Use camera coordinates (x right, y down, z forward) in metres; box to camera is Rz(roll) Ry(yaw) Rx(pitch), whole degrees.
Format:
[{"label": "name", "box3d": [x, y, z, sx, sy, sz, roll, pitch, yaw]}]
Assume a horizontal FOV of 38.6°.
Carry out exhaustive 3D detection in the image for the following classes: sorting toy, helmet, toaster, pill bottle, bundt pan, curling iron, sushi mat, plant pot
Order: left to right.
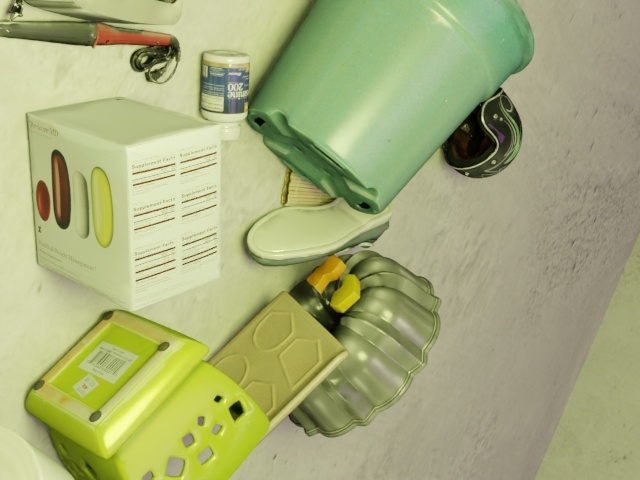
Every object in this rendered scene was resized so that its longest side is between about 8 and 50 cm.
[{"label": "curling iron", "box3d": [-0.277, -0.241, 1.129, 0.274, 0.035, 0.068, -1, 107, -52]}, {"label": "toaster", "box3d": [-0.249, -0.330, 1.050, 0.168, 0.110, 0.185, -3, 104, -51]}, {"label": "plant pot", "box3d": [-0.245, 0.232, 1.247, 0.227, 0.228, 0.207, -47, 131, -27]}, {"label": "pill bottle", "box3d": [-0.136, -0.206, 1.299, 0.067, 0.067, 0.120, -18, 120, -47]}, {"label": "sorting toy", "box3d": [-0.045, 0.166, 1.399, 0.307, 0.229, 0.041, -44, 126, -6]}, {"label": "bundt pan", "box3d": [0.029, 0.149, 1.492, 0.124, 0.331, 0.330, 43, 70, -27]}, {"label": "sushi mat", "box3d": [0.049, -0.128, 1.615, 0.317, 0.019, 0.151, 1, 107, -52]}, {"label": "plant pot", "box3d": [0.086, -0.241, 1.371, 0.334, 0.341, 0.341, -54, 142, -9]}, {"label": "helmet", "box3d": [0.318, -0.207, 1.801, 0.169, 0.169, 0.161, -35, 115, -38]}]

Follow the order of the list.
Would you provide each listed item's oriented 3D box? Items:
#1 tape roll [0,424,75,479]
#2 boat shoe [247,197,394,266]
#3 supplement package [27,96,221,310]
[{"label": "tape roll", "box3d": [-0.409, 0.356, 1.035, 0.286, 0.286, 0.100, -53, 140, -21]}, {"label": "boat shoe", "box3d": [0.000, 0.000, 1.534, 0.320, 0.116, 0.099, -21, 142, -44]}, {"label": "supplement package", "box3d": [-0.241, -0.053, 1.130, 0.149, 0.194, 0.203, -22, 122, -46]}]
